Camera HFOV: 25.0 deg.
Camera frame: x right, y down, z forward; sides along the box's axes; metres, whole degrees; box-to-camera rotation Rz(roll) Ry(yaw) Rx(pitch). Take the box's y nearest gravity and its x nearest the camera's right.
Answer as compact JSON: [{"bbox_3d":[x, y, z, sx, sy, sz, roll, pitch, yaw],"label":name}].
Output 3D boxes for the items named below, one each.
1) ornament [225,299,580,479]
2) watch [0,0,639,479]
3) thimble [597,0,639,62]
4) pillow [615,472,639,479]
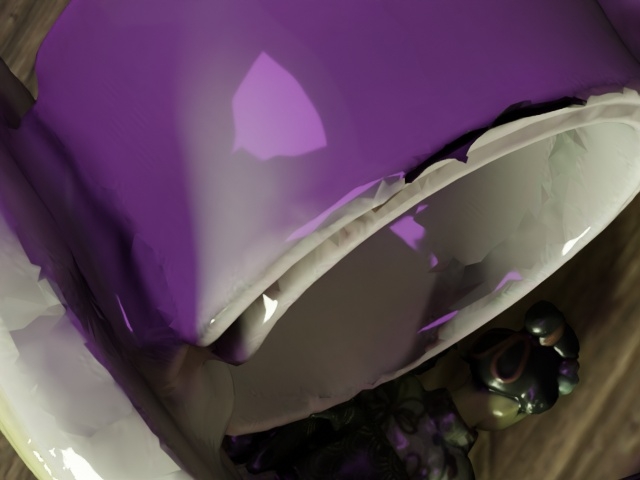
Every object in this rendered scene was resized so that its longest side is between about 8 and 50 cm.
[{"bbox_3d":[0.025,0.091,0.644,0.196,0.153,0.166,-25,68,-3],"label":"ornament"},{"bbox_3d":[0.000,0.000,0.468,0.218,0.248,0.211,-29,70,-4],"label":"watch"},{"bbox_3d":[0.220,-0.140,0.513,0.292,0.195,0.291,-6,78,28],"label":"thimble"},{"bbox_3d":[0.222,0.211,0.497,0.228,0.101,0.326,-26,67,25],"label":"pillow"}]
